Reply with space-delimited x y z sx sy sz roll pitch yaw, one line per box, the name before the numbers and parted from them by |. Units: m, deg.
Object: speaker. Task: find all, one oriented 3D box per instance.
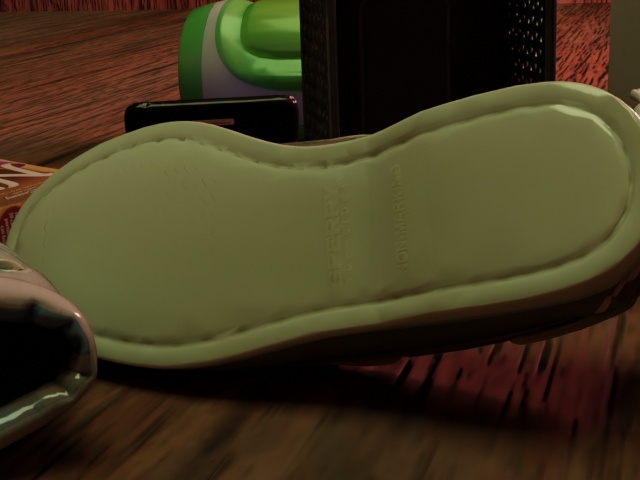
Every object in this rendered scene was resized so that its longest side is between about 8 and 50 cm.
speaker | 0.039 -0.140 0.982 0.296 0.131 0.131 1 16 13

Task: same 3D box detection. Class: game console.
game console | -0.080 -0.077 0.875 0.122 0.107 0.071 -4 44 -6

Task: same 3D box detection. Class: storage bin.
storage bin | 0.056 -0.081 0.649 0.122 0.180 0.084 -5 14 -9

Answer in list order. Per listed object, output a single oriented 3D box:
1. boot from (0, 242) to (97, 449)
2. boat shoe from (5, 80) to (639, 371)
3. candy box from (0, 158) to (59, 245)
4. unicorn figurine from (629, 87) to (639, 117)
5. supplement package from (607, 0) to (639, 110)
boot | -0.208 0.040 0.397 0.258 0.095 0.123 -9 10 -29
boat shoe | 0.000 0.005 0.505 0.305 0.109 0.091 -6 -17 28
candy box | -0.210 0.001 0.632 0.109 0.053 0.186 10 20 37
unicorn figurine | 0.246 -0.072 0.820 0.162 0.060 0.111 1 15 12
supplement package | 0.409 -0.212 1.052 0.199 0.198 0.262 13 21 42
